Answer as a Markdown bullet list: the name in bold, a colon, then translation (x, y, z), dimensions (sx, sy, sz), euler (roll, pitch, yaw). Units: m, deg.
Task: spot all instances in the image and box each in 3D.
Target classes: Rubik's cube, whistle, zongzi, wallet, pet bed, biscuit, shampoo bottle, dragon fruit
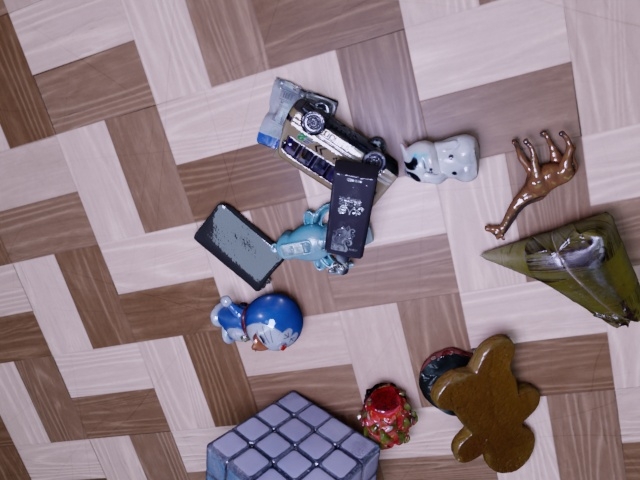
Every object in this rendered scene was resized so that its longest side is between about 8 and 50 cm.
- **Rubik's cube**: translation (-0.079, 0.677, 1.337), dimensions (0.337, 0.344, 0.344), euler (20, 117, 36)
- **whistle**: translation (0.000, 0.000, 1.296), dimensions (0.274, 0.093, 0.186), euler (-9, 108, 12)
- **zongzi**: translation (0.576, 0.098, 1.188), dimensions (0.300, 0.145, 0.273), euler (-20, 108, 35)
- **wallet**: translation (-0.217, 0.018, 1.375), dimensions (0.250, 0.044, 0.149), euler (39, 107, -1)
- **pet bed**: translation (0.364, 0.384, 1.354), dimensions (0.201, 0.053, 0.201), euler (4, 109, 11)
- **biscuit**: translation (0.441, 0.452, 1.304), dimensions (0.283, 0.064, 0.432), euler (-36, 116, -6)
- **shampoo bottle**: translation (0.065, -0.039, 1.168), dimensions (0.098, 0.071, 0.309), euler (8, 132, 2)
- **dragon fruit**: translation (0.187, 0.492, 1.384), dimensions (0.160, 0.166, 0.171), euler (16, 132, 24)

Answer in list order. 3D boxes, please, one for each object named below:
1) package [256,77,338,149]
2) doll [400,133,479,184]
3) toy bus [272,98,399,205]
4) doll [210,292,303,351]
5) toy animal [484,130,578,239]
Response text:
- **package**: translation (-0.061, -0.296, 1.247), dimensions (0.171, 0.027, 0.173), euler (22, 113, 2)
- **doll**: translation (0.281, -0.186, 1.160), dimensions (0.181, 0.106, 0.110), euler (-7, 125, 14)
- **toy bus**: translation (0.036, -0.204, 1.183), dimensions (0.290, 0.139, 0.157), euler (31, 116, -9)
- **doll**: translation (-0.177, 0.228, 1.371), dimensions (0.257, 0.161, 0.215), euler (-10, 133, 27)
- **toy animal**: translation (0.481, -0.124, 1.159), dimensions (0.225, 0.066, 0.229), euler (-13, 109, 16)
